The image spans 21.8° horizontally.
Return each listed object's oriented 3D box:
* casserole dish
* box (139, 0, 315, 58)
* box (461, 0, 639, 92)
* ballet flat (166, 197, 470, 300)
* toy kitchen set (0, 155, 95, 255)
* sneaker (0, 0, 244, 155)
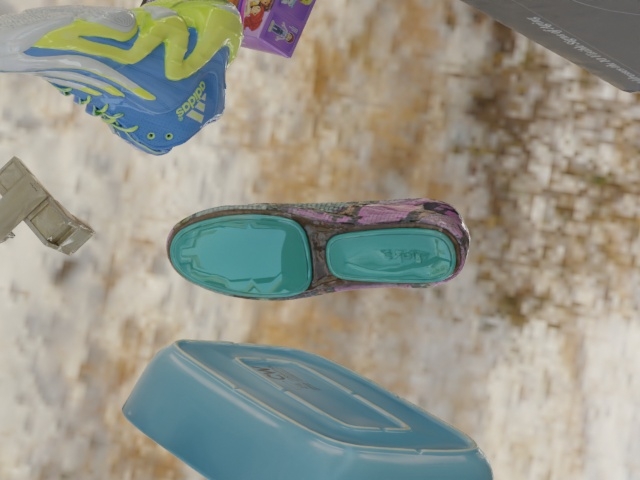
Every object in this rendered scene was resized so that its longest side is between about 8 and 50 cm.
[{"bbox_3d":[-0.004,0.079,0.688,0.114,0.188,0.037,7,99,-35],"label":"casserole dish"},{"bbox_3d":[-0.056,-0.345,1.728,0.057,0.201,0.293,28,83,-46],"label":"box"},{"bbox_3d":[0.378,-0.334,1.438,0.480,0.472,0.297,17,74,-53],"label":"box"},{"bbox_3d":[0.000,0.000,1.226,0.079,0.221,0.077,-76,163,-66],"label":"ballet flat"},{"bbox_3d":[-0.268,-0.019,1.527,0.068,0.083,0.075,-43,166,3],"label":"toy kitchen set"},{"bbox_3d":[-0.155,-0.121,1.289,0.240,0.091,0.126,-11,107,-39],"label":"sneaker"}]
